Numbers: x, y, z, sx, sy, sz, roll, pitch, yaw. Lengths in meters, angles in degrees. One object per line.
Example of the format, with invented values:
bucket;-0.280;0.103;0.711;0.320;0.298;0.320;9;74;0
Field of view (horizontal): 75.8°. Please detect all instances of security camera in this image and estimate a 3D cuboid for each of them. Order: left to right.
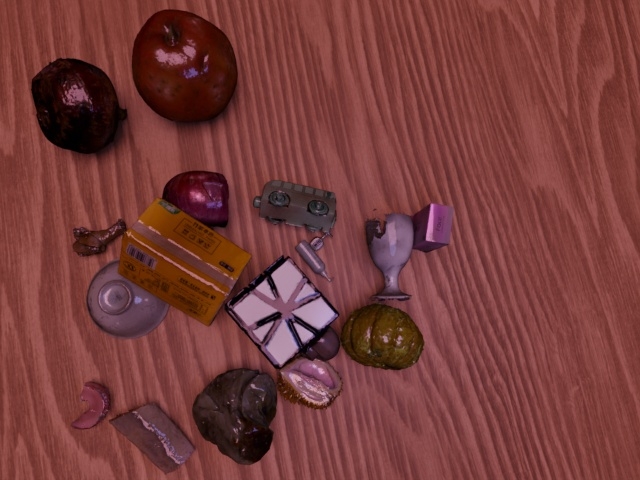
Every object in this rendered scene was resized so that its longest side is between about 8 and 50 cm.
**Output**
security camera;0.000;0.000;1.639;0.058;0.058;0.092;40;89;1

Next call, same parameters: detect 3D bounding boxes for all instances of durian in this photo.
durian;-0.041;0.535;1.526;0.249;0.183;0.138;18;113;-1

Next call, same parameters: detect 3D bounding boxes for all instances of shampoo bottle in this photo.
shampoo bottle;-0.022;0.087;1.620;0.056;0.056;0.195;-38;87;-9

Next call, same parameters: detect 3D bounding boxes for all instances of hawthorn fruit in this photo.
hawthorn fruit;-0.500;-0.655;1.512;0.401;0.403;0.404;1;83;-5

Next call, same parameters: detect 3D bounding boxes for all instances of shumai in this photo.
shumai;-0.287;0.623;1.399;0.303;0.263;0.310;2;100;-14

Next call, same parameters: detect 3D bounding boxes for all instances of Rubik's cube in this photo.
Rubik's cube;-0.136;0.250;1.475;0.288;0.283;0.294;-39;84;-8

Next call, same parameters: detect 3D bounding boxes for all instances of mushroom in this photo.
mushroom;0.009;0.388;1.519;0.117;0.188;0.141;34;67;-2

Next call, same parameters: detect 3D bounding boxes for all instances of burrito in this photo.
burrito;-0.598;0.694;1.468;0.299;0.105;0.143;44;85;0

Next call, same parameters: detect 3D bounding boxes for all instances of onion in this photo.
onion;-0.464;-0.147;1.522;0.230;0.256;0.273;1;60;-20

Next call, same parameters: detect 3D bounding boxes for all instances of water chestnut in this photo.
water chestnut;-0.873;-0.495;1.530;0.302;0.350;0.351;-17;83;-49

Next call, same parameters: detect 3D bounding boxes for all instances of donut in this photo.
donut;-0.811;0.595;1.480;0.116;0.065;0.166;13;83;-2

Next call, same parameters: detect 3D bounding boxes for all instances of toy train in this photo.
toy train;-0.092;-0.136;1.589;0.325;0.129;0.160;12;48;-3

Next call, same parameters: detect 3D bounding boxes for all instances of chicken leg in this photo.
chicken leg;-0.834;-0.007;1.552;0.195;0.080;0.125;-14;71;-7

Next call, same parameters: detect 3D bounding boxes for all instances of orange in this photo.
orange;0.231;0.347;1.488;0.300;0.300;0.224;24;66;-24

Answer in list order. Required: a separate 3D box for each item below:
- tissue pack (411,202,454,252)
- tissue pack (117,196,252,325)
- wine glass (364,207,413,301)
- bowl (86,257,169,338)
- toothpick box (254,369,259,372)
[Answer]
tissue pack;0.416;-0.046;1.580;0.092;0.246;0.149;11;81;-2
tissue pack;-0.470;0.083;1.430;0.381;0.293;0.228;33;46;-5
wine glass;0.269;0.059;1.587;0.190;0.190;0.358;-2;85;-5
bowl;-0.723;0.209;1.498;0.312;0.146;0.314;0;84;-4
toothpick box;-0.270;0.518;1.544;0.083;0.052;0.052;-11;84;-7
